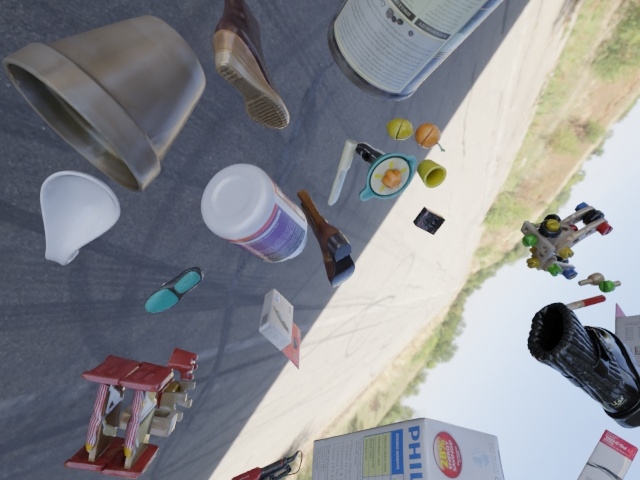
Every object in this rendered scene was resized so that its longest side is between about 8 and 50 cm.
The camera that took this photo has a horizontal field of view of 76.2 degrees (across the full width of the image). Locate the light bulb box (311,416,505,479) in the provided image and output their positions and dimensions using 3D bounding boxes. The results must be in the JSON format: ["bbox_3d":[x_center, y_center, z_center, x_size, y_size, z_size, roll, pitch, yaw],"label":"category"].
[{"bbox_3d":[0.162,0.570,0.788,0.361,0.225,0.358,-38,-142,43],"label":"light bulb box"}]

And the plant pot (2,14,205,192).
[{"bbox_3d":[-0.410,-0.313,0.864,0.280,0.323,0.323,-53,160,-21],"label":"plant pot"}]

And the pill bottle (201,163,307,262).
[{"bbox_3d":[-0.147,-0.051,1.044,0.181,0.181,0.323,-54,155,-4],"label":"pill bottle"}]

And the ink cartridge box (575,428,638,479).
[{"bbox_3d":[0.902,0.762,1.314,0.237,0.100,0.172,-38,134,-24],"label":"ink cartridge box"}]

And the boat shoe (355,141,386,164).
[{"bbox_3d":[0.134,-0.238,1.140,0.038,0.125,0.046,-40,140,-15],"label":"boat shoe"}]

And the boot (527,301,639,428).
[{"bbox_3d":[0.614,0.246,0.982,0.131,0.260,0.348,-52,178,20],"label":"boot"}]

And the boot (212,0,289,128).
[{"bbox_3d":[-0.136,-0.388,0.892,0.248,0.090,0.207,39,47,-57],"label":"boot"}]

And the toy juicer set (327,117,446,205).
[{"bbox_3d":[0.176,-0.198,1.046,0.329,0.089,0.209,-15,132,-9],"label":"toy juicer set"}]

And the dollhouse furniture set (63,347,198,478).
[{"bbox_3d":[-0.419,0.366,0.985,0.374,0.152,0.201,-158,-100,-88],"label":"dollhouse furniture set"}]

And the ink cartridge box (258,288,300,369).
[{"bbox_3d":[-0.153,0.383,1.810,0.066,0.261,0.296,-38,-162,12],"label":"ink cartridge box"}]

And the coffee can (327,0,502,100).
[{"bbox_3d":[0.161,-0.391,0.651,0.201,0.201,0.275,-42,-177,-32],"label":"coffee can"}]

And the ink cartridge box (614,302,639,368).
[{"bbox_3d":[1.140,0.397,1.395,0.130,0.309,0.272,-21,-149,48],"label":"ink cartridge box"}]

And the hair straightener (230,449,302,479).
[{"bbox_3d":[-0.149,0.693,1.216,0.230,0.047,0.089,-30,123,1],"label":"hair straightener"}]

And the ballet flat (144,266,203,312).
[{"bbox_3d":[-0.428,0.142,1.210,0.203,0.074,0.074,-35,162,8],"label":"ballet flat"}]

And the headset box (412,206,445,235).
[{"bbox_3d":[0.329,-0.061,1.248,0.062,0.083,0.032,-56,-156,22],"label":"headset box"}]

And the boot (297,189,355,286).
[{"bbox_3d":[0.000,0.000,1.397,0.096,0.280,0.264,-31,145,-11],"label":"boot"}]

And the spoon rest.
[{"bbox_3d":[-0.493,-0.032,0.814,0.276,0.137,0.084,-44,-149,37],"label":"spoon rest"}]

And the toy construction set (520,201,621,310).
[{"bbox_3d":[0.701,0.055,1.209,0.237,0.308,0.257,-10,162,-18],"label":"toy construction set"}]
